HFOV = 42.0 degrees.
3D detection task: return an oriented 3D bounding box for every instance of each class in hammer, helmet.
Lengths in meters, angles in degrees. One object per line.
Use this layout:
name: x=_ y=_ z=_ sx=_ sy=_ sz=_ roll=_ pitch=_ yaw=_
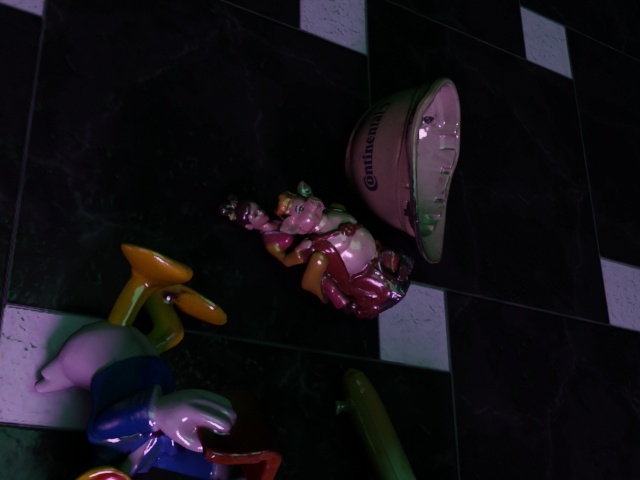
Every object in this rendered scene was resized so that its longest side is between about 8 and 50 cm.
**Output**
hammer: x=0.090 y=0.283 z=0.976 sx=0.113 sy=0.202 sz=0.305 roll=-18 pitch=62 yaw=-13
helmet: x=0.102 y=-0.101 z=1.149 sx=0.204 sy=0.137 sz=0.257 roll=52 pitch=47 yaw=-59

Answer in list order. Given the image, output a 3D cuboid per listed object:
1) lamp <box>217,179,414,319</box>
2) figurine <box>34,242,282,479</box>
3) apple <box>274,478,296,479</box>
lamp: x=0.000 y=0.000 z=1.050 sx=0.253 sy=0.118 sz=0.118 roll=38 pitch=54 yaw=-18
figurine: x=-0.165 y=0.202 z=0.802 sx=0.338 sy=0.283 sz=0.204 roll=-62 pitch=150 yaw=-17
apple: x=-0.024 y=0.355 z=0.783 sx=0.262 sy=0.262 sz=0.262 roll=14 pitch=63 yaw=-30
